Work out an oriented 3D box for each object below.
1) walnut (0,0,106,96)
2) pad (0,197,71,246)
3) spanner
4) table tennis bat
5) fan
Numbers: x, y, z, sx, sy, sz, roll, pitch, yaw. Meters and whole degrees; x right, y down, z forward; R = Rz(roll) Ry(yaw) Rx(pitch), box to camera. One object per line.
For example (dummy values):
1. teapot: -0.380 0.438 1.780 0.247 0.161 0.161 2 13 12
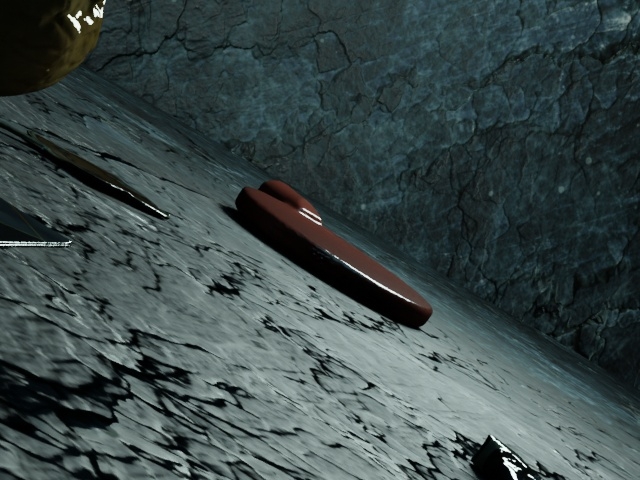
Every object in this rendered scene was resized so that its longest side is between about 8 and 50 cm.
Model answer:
1. walnut: -0.295 -0.244 1.427 0.228 0.228 0.228 31 4 -2
2. pad: -0.267 -0.061 0.901 0.243 0.004 0.163 32 4 6
3. spanner: 0.135 0.173 0.946 0.087 0.024 0.316 37 4 3
4. table tennis bat: 0.000 0.000 1.899 0.268 0.051 0.414 30 5 -25
5. fan: -0.227 -0.075 1.349 0.132 0.009 0.220 32 2 44
